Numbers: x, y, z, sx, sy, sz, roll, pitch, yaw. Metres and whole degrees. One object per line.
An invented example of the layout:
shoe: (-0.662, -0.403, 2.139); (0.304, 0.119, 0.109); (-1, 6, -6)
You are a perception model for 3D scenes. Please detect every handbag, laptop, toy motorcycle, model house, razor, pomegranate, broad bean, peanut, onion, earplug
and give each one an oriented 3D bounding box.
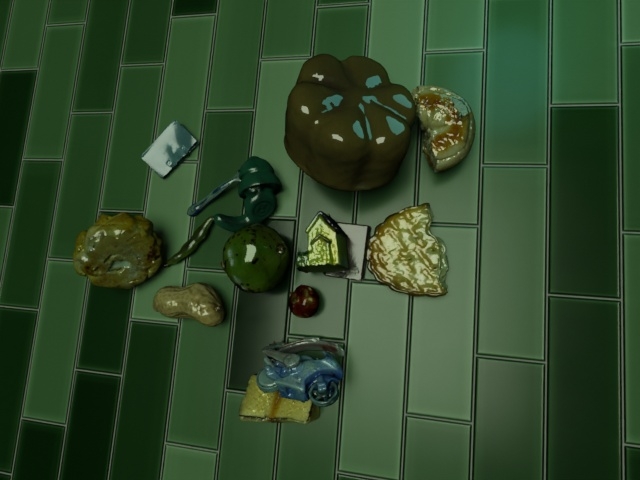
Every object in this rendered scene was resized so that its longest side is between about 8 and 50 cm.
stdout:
handbag: (-0.625, -0.377, 1.817); (0.221, 0.057, 0.144); (-44, 80, 3)
laptop: (0.098, 0.038, 1.612); (0.154, 0.026, 0.207); (7, 82, 15)
toy motorcycle: (-0.059, 0.425, 1.477); (0.319, 0.182, 0.241); (4, 61, 28)
model house: (0.000, 0.000, 1.528); (0.170, 0.194, 0.211); (-4, 80, 17)
razor: (-0.408, -0.194, 1.741); (0.324, 0.056, 0.093); (-32, 78, 6)
pomegranate: (-0.245, 0.070, 1.579); (0.270, 0.254, 0.254); (-23, 77, 18)
broad bean: (-0.516, 0.016, 1.738); (0.297, 0.043, 0.060); (-46, 66, 4)
peanut: (-0.489, 0.233, 1.655); (0.291, 0.143, 0.159); (7, 49, 18)
onion: (-0.058, 0.225, 1.571); (0.118, 0.118, 0.117); (39, 113, 15)
earplug: (-0.267, -0.179, 1.662); (0.257, 0.164, 0.280); (-11, 78, 25)

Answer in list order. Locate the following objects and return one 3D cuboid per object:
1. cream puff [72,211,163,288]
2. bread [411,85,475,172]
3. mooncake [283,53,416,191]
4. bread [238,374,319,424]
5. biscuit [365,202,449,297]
cream puff: (-0.791, 0.017, 1.707); (0.324, 0.291, 0.257); (-55, 45, 14)
bread: (0.435, -0.405, 1.529); (0.192, 0.171, 0.314); (-21, 79, 6)
mooncake: (0.101, -0.406, 1.484); (0.467, 0.262, 0.467); (6, 57, -10)
bread: (-0.142, 0.586, 1.544); (0.266, 0.178, 0.142); (-2, 113, 15)
biscuit: (0.333, 0.028, 1.539); (0.329, 0.078, 0.335); (25, 87, 17)
